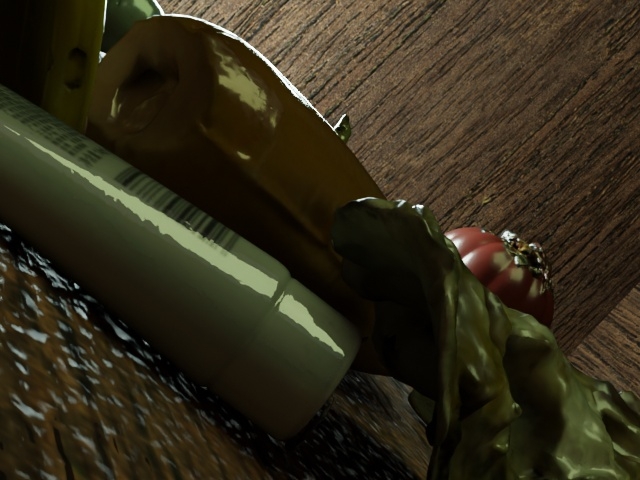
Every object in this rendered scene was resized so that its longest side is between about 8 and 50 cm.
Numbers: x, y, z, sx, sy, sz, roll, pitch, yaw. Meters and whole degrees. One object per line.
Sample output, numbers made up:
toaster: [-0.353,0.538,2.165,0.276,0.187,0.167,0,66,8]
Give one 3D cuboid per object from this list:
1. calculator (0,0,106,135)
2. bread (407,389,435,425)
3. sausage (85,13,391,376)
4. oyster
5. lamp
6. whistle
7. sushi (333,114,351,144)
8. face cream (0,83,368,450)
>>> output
calculator: [-0.140,-0.125,0.532,0.032,0.146,0.235,5,25,-25]
bread: [0.118,0.145,0.790,0.109,0.043,0.062,42,2,-23]
sausage: [-0.003,0.004,0.638,0.134,0.116,0.354,30,-8,40]
oyster: [0.118,0.124,0.502,0.351,0.115,0.238,46,7,0]
lamp: [0.260,0.076,1.627,0.227,0.227,0.227,42,4,-4]
whistle: [-0.268,-0.291,1.235,0.244,0.110,0.092,42,-27,-2]
sushi: [0.010,-0.059,1.221,0.131,0.139,0.291,50,3,0]
face cream: [-0.091,-0.011,0.413,0.243,0.058,0.092,37,10,-3]
